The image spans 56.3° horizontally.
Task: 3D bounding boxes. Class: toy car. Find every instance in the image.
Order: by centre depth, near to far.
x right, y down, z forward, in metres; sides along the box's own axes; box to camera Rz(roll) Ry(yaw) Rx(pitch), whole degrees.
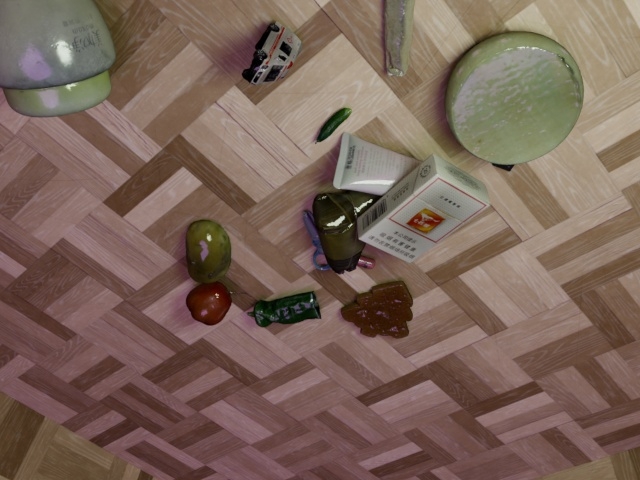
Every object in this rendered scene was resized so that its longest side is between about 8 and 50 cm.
[{"bbox_3d":[-0.121,-0.467,1.543,0.108,0.209,0.089,31,137,-17],"label":"toy car"}]

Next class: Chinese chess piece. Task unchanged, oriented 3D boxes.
[{"bbox_3d":[0.505,-0.373,1.580,0.350,0.146,0.349,4,126,5],"label":"Chinese chess piece"}]

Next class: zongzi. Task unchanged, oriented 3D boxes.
[{"bbox_3d":[0.147,-0.050,1.922,0.318,0.154,0.289,-21,139,-3],"label":"zongzi"}]

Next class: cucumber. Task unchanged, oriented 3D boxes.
[{"bbox_3d":[0.034,-0.337,1.745,0.037,0.037,0.155,36,123,-21],"label":"cucumber"}]

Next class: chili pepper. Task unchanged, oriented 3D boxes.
[{"bbox_3d":[-0.141,0.261,2.225,0.271,0.099,0.136,-11,152,8],"label":"chili pepper"}]

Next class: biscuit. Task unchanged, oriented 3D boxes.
[{"bbox_3d":[0.239,0.251,2.205,0.278,0.043,0.301,24,127,-11],"label":"biscuit"}]

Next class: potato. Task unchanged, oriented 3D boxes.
[{"bbox_3d":[-0.400,0.061,2.079,0.160,0.111,0.271,10,129,0],"label":"potato"}]

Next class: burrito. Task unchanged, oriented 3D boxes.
[{"bbox_3d":[0.203,-0.553,1.534,0.082,0.059,0.275,5,130,11],"label":"burrito"}]

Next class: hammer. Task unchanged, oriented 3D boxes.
[{"bbox_3d":[0.148,0.073,2.070,0.083,0.043,0.043,14,130,-6],"label":"hammer"}]

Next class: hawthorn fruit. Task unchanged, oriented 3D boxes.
[{"bbox_3d":[-0.383,0.212,2.186,0.203,0.162,0.162,-36,119,11],"label":"hawthorn fruit"}]

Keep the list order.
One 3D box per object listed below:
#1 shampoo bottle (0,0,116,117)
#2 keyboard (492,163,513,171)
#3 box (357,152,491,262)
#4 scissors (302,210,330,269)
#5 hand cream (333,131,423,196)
[{"bbox_3d":[-0.694,-0.493,1.515,0.323,0.322,0.317,-2,120,8],"label":"shampoo bottle"},{"bbox_3d":[0.576,-0.290,1.737,0.061,0.013,0.204,18,130,-8],"label":"keyboard"},{"bbox_3d":[0.289,-0.083,1.722,0.210,0.095,0.330,24,133,-28],"label":"box"},{"bbox_3d":[0.000,0.000,2.032,0.125,0.030,0.256,-17,127,16],"label":"scissors"},{"bbox_3d":[0.220,-0.192,1.776,0.359,0.185,0.118,15,162,-10],"label":"hand cream"}]
